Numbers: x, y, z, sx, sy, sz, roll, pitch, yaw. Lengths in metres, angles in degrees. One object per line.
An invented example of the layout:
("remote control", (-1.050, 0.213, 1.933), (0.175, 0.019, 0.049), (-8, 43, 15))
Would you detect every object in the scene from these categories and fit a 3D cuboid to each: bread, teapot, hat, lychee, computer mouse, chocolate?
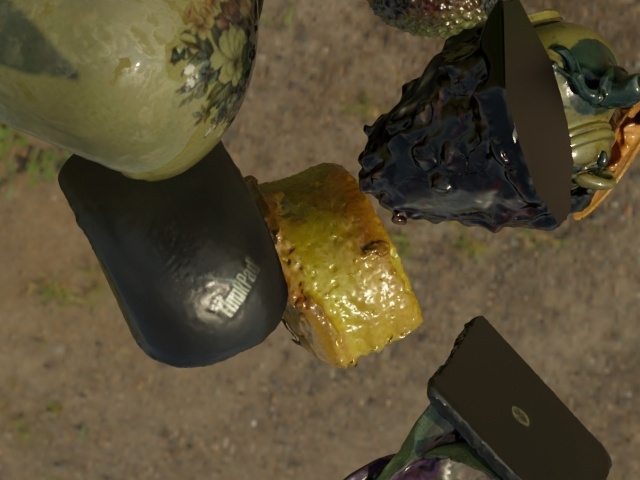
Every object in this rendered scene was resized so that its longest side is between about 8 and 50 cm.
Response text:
("bread", (-0.001, 0.004, 1.610), (0.160, 0.260, 0.147), (-19, 138, -6))
("teapot", (0.204, -0.105, 1.369), (0.173, 0.182, 0.269), (-13, 163, -40))
("hat", (0.356, -0.194, 2.139), (0.233, 0.233, 0.244), (37, -179, 20))
("lychee", (0.139, -0.311, 1.713), (0.171, 0.171, 0.171), (7, 142, 5))
("computer mouse", (-0.144, -0.010, 1.433), (0.170, 0.269, 0.100), (-24, 160, -17))
("chocolate", (0.085, -0.065, 0.945), (0.133, 0.156, 0.156), (-14, 136, 22))

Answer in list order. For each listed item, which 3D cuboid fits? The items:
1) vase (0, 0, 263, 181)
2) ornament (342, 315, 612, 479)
("vase", (-0.132, -0.208, 1.154), (0.241, 0.302, 0.329), (23, -178, 21))
("ornament", (0.010, 0.118, 0.585), (0.203, 0.088, 0.081), (-35, 91, 27))
